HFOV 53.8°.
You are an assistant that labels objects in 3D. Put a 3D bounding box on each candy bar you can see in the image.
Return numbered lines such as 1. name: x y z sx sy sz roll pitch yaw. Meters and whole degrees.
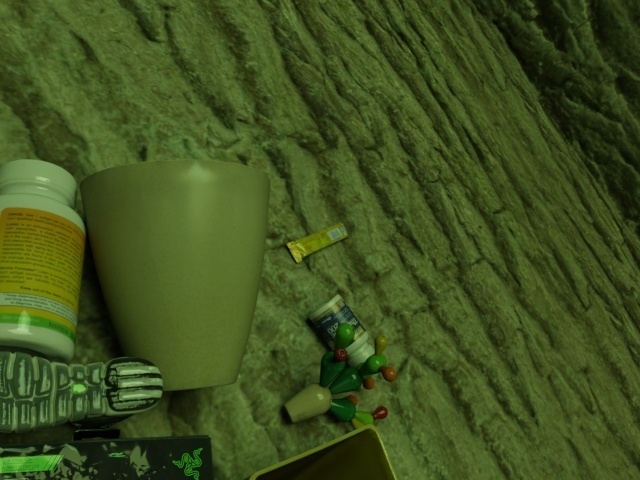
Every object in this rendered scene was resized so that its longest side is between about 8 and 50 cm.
1. candy bar: 0.000 0.000 1.189 0.161 0.018 0.040 -24 84 -47

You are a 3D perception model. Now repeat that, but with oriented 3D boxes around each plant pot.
1. plant pot: -0.186 0.059 0.854 0.256 0.256 0.274 2 79 -40
2. plant pot: -0.019 0.385 0.794 0.212 0.187 0.212 -7 67 -43

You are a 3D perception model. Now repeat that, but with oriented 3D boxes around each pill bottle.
1. pill bottle: -0.362 0.029 0.770 0.136 0.136 0.246 16 54 -33
2. pill bottle: 0.040 0.158 1.082 0.120 0.067 0.067 53 43 2

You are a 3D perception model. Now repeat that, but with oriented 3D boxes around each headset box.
1. headset box: -0.239 0.348 0.670 0.246 0.131 0.283 12 56 -36

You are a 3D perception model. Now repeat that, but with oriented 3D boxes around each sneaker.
1. sneaker: -0.307 0.189 0.724 0.228 0.132 0.086 7 59 -24

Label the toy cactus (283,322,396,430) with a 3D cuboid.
1. toy cactus: 0.033 0.237 0.984 0.180 0.219 0.112 -25 43 -17
